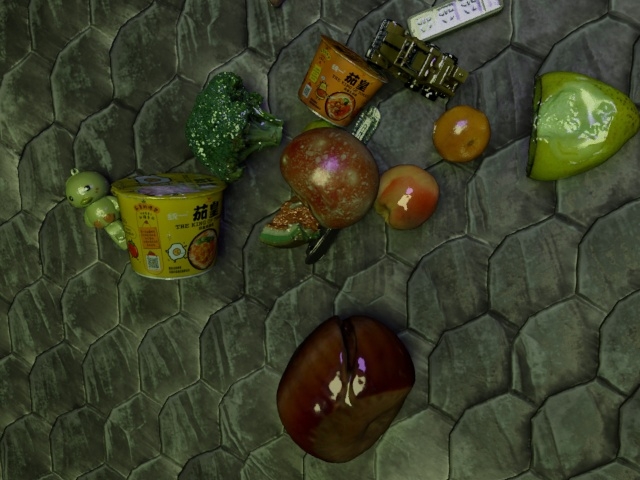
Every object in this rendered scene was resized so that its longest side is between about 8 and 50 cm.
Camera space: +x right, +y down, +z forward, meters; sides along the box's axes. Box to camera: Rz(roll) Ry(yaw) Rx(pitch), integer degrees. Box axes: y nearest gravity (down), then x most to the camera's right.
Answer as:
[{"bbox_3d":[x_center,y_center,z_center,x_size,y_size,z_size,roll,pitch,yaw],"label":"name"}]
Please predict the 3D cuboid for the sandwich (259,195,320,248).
[{"bbox_3d":[-0.091,-0.053,1.533,0.185,0.109,0.159,-6,78,36],"label":"sandwich"}]

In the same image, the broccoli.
[{"bbox_3d":[-0.241,-0.313,1.480,0.275,0.308,0.307,5,100,-12],"label":"broccoli"}]

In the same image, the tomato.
[{"bbox_3d":[0.034,-0.170,1.358,0.223,0.270,0.270,-36,88,0],"label":"tomato"}]

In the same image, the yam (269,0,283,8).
[{"bbox_3d":[-0.053,-0.763,1.464,0.046,0.046,0.264,45,104,4],"label":"yam"}]

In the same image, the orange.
[{"bbox_3d":[0.369,-0.282,1.383,0.155,0.134,0.154,-5,130,-6],"label":"orange"}]

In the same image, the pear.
[{"bbox_3d":[0.648,-0.279,1.308,0.292,0.159,0.292,1,98,10],"label":"pear"}]

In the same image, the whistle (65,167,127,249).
[{"bbox_3d":[-0.704,-0.100,1.669,0.141,0.141,0.294,-31,91,16],"label":"whistle"}]

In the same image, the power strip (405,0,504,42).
[{"bbox_3d":[0.351,-0.595,1.386,0.272,0.052,0.078,-18,94,15],"label":"power strip"}]

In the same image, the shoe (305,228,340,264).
[{"bbox_3d":[0.000,0.000,1.555,0.053,0.062,0.159,49,113,29],"label":"shoe"}]

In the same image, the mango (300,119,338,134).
[{"bbox_3d":[-0.013,-0.270,1.500,0.117,0.089,0.163,41,106,-1],"label":"mango"}]

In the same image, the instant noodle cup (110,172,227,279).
[{"bbox_3d":[-0.431,-0.046,1.534,0.326,0.325,0.254,7,109,13],"label":"instant noodle cup"}]

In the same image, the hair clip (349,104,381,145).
[{"bbox_3d":[0.097,-0.281,1.500,0.066,0.036,0.229,34,98,2],"label":"hair clip"}]

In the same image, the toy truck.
[{"bbox_3d":[0.248,-0.458,1.351,0.257,0.127,0.127,22,105,-20],"label":"toy truck"}]

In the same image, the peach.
[{"bbox_3d":[0.233,-0.119,1.423,0.184,0.184,0.184,2,98,13],"label":"peach"}]

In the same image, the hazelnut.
[{"bbox_3d":[0.057,0.398,1.454,0.359,0.359,0.409,31,96,8],"label":"hazelnut"}]

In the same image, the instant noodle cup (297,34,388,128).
[{"bbox_3d":[0.049,-0.420,1.413,0.216,0.216,0.172,38,114,6],"label":"instant noodle cup"}]
